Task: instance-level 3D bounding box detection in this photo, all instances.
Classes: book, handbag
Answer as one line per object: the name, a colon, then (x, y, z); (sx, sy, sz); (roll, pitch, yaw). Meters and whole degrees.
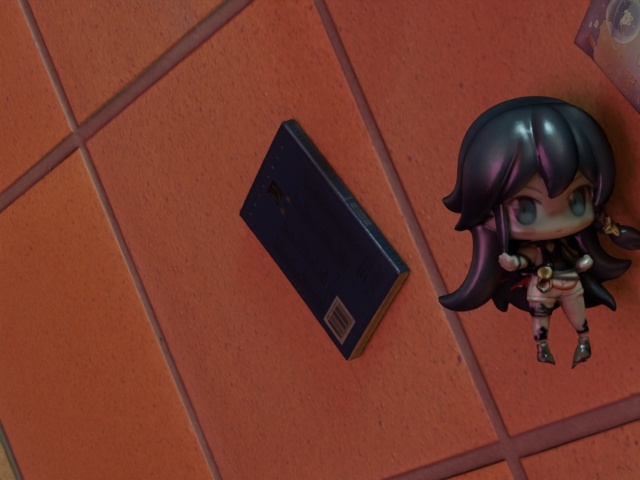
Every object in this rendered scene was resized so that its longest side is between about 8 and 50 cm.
book: (0.000, 0.000, 2.211); (0.269, 0.025, 0.191); (53, 140, 23)
handbag: (0.329, -0.182, 1.645); (0.173, 0.095, 0.117); (57, 148, 31)

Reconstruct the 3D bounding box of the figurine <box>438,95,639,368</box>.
figurine: (0.226, -0.019, 1.785); (0.197, 0.175, 0.265); (33, 122, 47)
